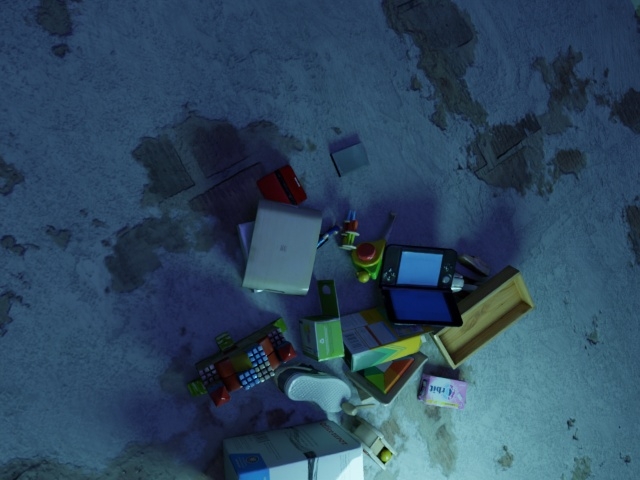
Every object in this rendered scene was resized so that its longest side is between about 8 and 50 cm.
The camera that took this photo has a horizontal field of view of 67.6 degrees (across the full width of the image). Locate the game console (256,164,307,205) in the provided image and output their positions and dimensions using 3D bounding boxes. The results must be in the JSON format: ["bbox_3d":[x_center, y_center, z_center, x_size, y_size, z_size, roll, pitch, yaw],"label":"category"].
[{"bbox_3d":[-0.137,-0.182,1.726,0.124,0.085,0.144,-37,101,-50],"label":"game console"}]

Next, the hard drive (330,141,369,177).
[{"bbox_3d":[0.112,-0.308,1.823,0.135,0.022,0.094,-25,95,-20],"label":"hard drive"}]

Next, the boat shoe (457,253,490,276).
[{"bbox_3d":[0.635,0.090,1.971,0.170,0.063,0.059,32,73,-25],"label":"boat shoe"}]

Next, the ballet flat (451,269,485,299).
[{"bbox_3d":[0.562,0.183,1.905,0.348,0.123,0.123,21,79,-18],"label":"ballet flat"}]

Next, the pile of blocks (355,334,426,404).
[{"bbox_3d":[0.284,0.483,1.764,0.362,0.149,0.113,-40,128,-16],"label":"pile of blocks"}]

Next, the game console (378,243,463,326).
[{"bbox_3d":[0.377,0.161,1.735,0.292,0.173,0.251,4,103,-14],"label":"game console"}]

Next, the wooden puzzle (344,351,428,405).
[{"bbox_3d":[0.231,0.445,1.710,0.238,0.220,0.044,-42,128,-19],"label":"wooden puzzle"}]

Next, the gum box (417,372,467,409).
[{"bbox_3d":[0.475,0.589,1.869,0.188,0.062,0.107,15,81,-19],"label":"gum box"}]

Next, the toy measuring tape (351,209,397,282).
[{"bbox_3d":[0.193,0.013,1.799,0.121,0.121,0.330,33,59,-15],"label":"toy measuring tape"}]

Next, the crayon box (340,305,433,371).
[{"bbox_3d":[0.211,0.335,1.711,0.322,0.203,0.083,-11,121,-20],"label":"crayon box"}]

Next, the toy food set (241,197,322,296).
[{"bbox_3d":[-0.130,0.026,1.610,0.219,0.092,0.307,11,89,-13],"label":"toy food set"}]

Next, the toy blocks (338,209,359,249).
[{"bbox_3d":[0.111,-0.043,1.749,0.054,0.123,0.148,12,82,-8],"label":"toy blocks"}]

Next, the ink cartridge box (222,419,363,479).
[{"bbox_3d":[-0.092,0.723,1.528,0.394,0.285,0.167,-3,88,-20],"label":"ink cartridge box"}]

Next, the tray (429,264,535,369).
[{"bbox_3d":[0.625,0.298,1.861,0.410,0.076,0.203,-35,117,-3],"label":"tray"}]

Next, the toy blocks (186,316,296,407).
[{"bbox_3d":[-0.234,0.386,1.515,0.381,0.261,0.191,-26,95,-20],"label":"toy blocks"}]

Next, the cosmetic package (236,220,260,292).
[{"bbox_3d":[-0.216,0.054,1.653,0.098,0.060,0.239,-13,90,-23],"label":"cosmetic package"}]

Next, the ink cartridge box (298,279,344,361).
[{"bbox_3d":[-0.007,0.268,1.648,0.096,0.188,0.256,-7,87,-19],"label":"ink cartridge box"}]

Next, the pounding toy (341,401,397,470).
[{"bbox_3d":[0.193,0.676,1.690,0.155,0.154,0.270,-46,115,-17],"label":"pounding toy"}]

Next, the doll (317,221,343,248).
[{"bbox_3d":[0.000,0.000,1.705,0.189,0.129,0.046,-39,94,-33],"label":"doll"}]

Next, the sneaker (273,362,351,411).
[{"bbox_3d":[-0.027,0.503,1.667,0.321,0.127,0.126,34,80,-40],"label":"sneaker"}]
